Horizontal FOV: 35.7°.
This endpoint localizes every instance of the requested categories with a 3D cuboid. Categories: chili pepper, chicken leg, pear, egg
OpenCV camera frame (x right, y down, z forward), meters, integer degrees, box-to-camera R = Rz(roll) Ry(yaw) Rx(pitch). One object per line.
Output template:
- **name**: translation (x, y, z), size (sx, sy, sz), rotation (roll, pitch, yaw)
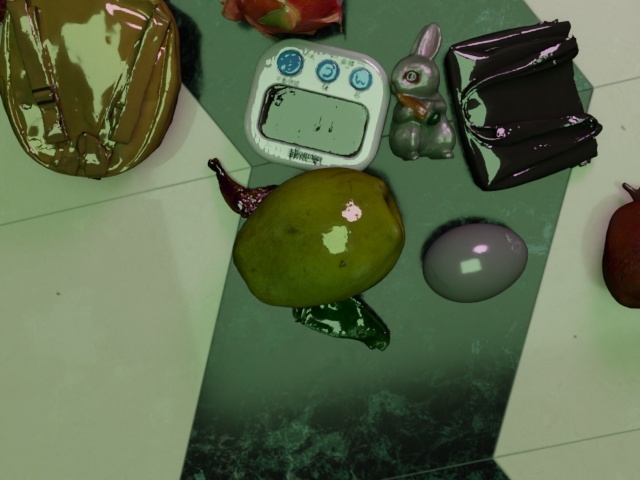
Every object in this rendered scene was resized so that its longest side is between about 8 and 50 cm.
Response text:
- **chili pepper**: translation (0.040, 0.148, 1.927), size (0.216, 0.062, 0.108), rotation (35, 104, -1)
- **chicken leg**: translation (-0.136, -0.084, 1.918), size (0.205, 0.053, 0.093), rotation (25, 74, -6)
- **pear**: translation (0.000, 0.000, 1.792), size (0.307, 0.253, 0.253), rotation (-30, 94, 15)
- **egg**: translation (0.288, 0.041, 1.852), size (0.199, 0.146, 0.146), rotation (-11, 96, -2)

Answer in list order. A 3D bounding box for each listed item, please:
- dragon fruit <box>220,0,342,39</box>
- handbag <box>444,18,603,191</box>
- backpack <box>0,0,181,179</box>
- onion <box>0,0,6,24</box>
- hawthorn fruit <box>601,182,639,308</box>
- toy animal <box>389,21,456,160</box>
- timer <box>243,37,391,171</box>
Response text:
- **dragon fruit**: translation (-0.062, -0.470, 1.794), size (0.227, 0.224, 0.224), rotation (13, 97, 11)
- **handbag**: translation (0.375, -0.251, 1.836), size (0.257, 0.113, 0.285), rotation (-16, 95, -2)
- **backpack**: translation (-0.432, -0.303, 1.836), size (0.354, 0.201, 0.378), rotation (12, 95, 1)
- **onion**: translation (-0.633, -0.507, 1.859), size (0.230, 0.163, 0.230), rotation (13, 117, 27)
- **hawthorn fruit**: translation (0.607, 0.002, 1.810), size (0.208, 0.208, 0.248), rotation (-13, 72, 5)
- **toy animal**: translation (0.176, -0.271, 1.828), size (0.127, 0.125, 0.251), rotation (1, 98, 35)
- **timer**: translation (-0.007, -0.248, 1.870), size (0.262, 0.087, 0.237), rotation (14, 97, 3)
